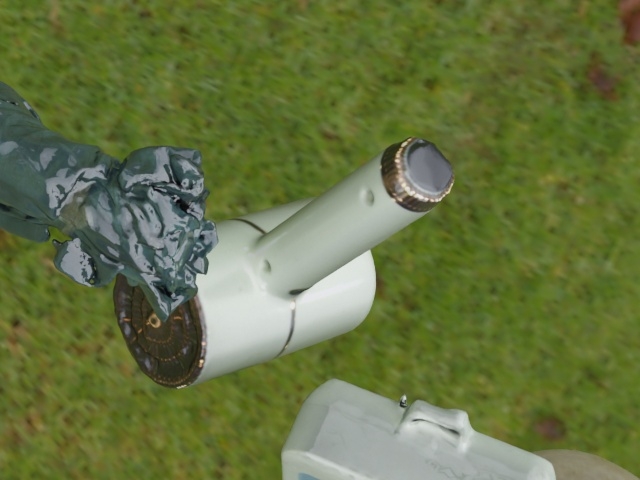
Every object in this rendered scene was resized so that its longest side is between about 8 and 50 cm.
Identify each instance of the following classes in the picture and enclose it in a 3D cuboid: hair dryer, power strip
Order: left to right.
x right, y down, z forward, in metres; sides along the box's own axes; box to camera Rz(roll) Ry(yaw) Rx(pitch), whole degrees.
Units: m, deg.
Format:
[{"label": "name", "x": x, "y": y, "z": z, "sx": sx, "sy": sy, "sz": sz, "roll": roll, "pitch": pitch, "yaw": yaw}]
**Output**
[{"label": "hair dryer", "x": 0.000, "y": 0.000, "z": 1.582, "sx": 0.203, "sy": 0.362, "sz": 0.128, "roll": -16, "pitch": 79, "yaw": -40}, {"label": "power strip", "x": 0.029, "y": 0.103, "z": 0.649, "sx": 0.192, "sy": 0.081, "sz": 0.035, "roll": 92, "pitch": 21, "yaw": -63}]

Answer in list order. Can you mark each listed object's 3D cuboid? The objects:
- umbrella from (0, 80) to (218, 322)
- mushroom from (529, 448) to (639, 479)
[{"label": "umbrella", "x": -0.230, "y": -0.067, "z": 1.416, "sx": 0.094, "sy": 0.349, "sz": 0.143, "roll": -43, "pitch": 153, "yaw": -52}, {"label": "mushroom", "x": 0.142, "y": 0.226, "z": 1.254, "sx": 0.204, "sy": 0.204, "sz": 0.204, "roll": -9, "pitch": 110, "yaw": -26}]
